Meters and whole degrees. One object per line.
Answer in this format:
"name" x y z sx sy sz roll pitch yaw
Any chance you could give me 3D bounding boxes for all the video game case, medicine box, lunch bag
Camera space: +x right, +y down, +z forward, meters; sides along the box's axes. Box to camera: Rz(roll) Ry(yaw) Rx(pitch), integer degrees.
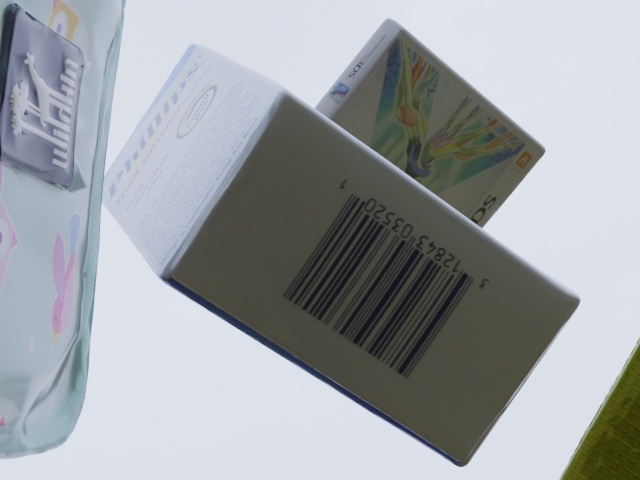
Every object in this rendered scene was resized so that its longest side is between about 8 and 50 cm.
"video game case" 0.073 -0.051 1.716 0.300 0.036 0.329 -51 -40 7
"medicine box" 0.000 0.000 1.150 0.263 0.289 0.149 34 -89 -21
"lunch bag" -0.150 -0.041 0.516 0.160 0.262 0.223 10 -98 -23

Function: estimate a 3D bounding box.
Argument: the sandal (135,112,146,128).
"sandal" -0.082 -0.063 1.407 0.102 0.076 0.265 4 -29 22

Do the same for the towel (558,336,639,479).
"towel" 0.103 0.125 0.494 0.237 0.102 0.021 -64 -18 19
